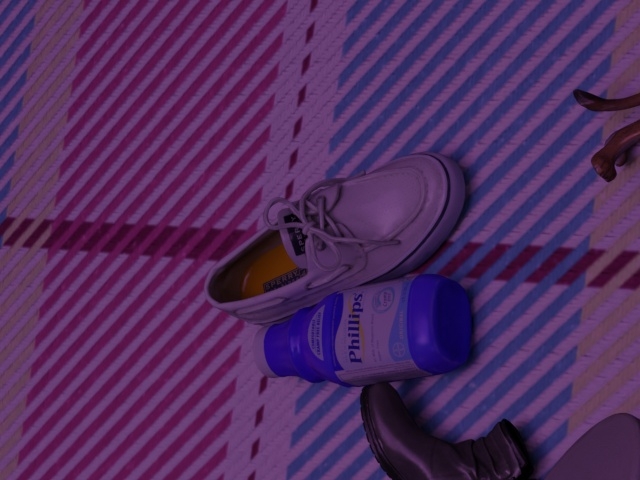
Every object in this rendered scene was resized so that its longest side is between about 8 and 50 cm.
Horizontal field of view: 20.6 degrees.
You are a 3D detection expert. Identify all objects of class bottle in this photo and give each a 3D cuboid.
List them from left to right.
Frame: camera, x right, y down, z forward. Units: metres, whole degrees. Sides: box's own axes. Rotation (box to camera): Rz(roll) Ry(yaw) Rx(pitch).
[{"bbox_3d":[0.045,0.115,2.105,0.283,0.092,0.118,-11,68,38],"label":"bottle"}]

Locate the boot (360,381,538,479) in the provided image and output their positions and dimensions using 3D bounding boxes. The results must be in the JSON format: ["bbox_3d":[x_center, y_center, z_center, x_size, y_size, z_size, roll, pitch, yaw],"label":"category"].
[{"bbox_3d":[0.158,0.243,2.007,0.161,0.083,0.246,-35,69,24],"label":"boot"}]

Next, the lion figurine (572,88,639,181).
[{"bbox_3d":[0.425,-0.077,1.805,0.240,0.142,0.392,-38,55,19],"label":"lion figurine"}]

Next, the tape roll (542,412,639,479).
[{"bbox_3d":[0.234,0.352,1.730,0.072,0.392,0.392,31,105,-3],"label":"tape roll"}]

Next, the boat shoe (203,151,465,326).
[{"bbox_3d":[-0.003,-0.007,2.127,0.367,0.156,0.136,-27,65,33],"label":"boat shoe"}]
